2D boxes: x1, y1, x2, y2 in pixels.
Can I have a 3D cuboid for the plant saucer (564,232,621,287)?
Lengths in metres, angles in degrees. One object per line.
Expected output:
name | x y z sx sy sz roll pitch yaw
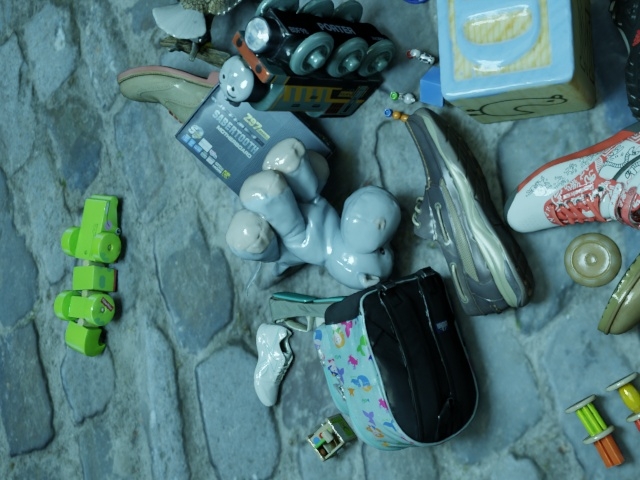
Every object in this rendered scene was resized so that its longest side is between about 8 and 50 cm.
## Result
plant saucer | 0.410 0.029 1.131 0.083 0.015 0.084 -2 86 28

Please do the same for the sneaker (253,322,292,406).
sneaker | -0.085 0.228 1.367 0.061 0.053 0.152 0 87 26

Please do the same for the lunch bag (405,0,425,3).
lunch bag | 0.144 -0.584 1.128 0.238 0.327 0.386 31 105 29

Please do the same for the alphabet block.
alphabet block | 0.293 -0.293 1.108 0.192 0.197 0.194 -2 86 29

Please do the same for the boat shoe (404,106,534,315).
boat shoe | 0.205 -0.042 1.181 0.130 0.132 0.356 -30 73 24

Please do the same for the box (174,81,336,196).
box | -0.117 -0.178 1.346 0.232 0.059 0.183 43 109 -7

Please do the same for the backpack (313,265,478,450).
backpack | 0.122 0.196 1.165 0.191 0.225 0.254 -32 77 46

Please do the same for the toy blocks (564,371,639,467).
toy blocks | 0.445 0.283 1.078 0.123 0.054 0.148 -36 72 21

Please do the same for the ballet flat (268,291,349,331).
ballet flat | -0.006 0.128 1.313 0.213 0.072 0.068 -1 92 42

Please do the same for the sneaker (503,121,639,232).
sneaker | 0.394 -0.060 1.068 0.270 0.090 0.145 -30 34 21

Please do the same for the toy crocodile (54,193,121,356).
toy crocodile | -0.473 0.072 1.566 0.115 0.105 0.341 2 84 29

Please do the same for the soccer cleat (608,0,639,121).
soccer cleat | 0.495 -0.304 1.066 0.108 0.116 0.319 136 137 -64

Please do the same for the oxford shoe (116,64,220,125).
oxford shoe | -0.259 -0.262 1.448 0.348 0.123 0.130 11 95 28

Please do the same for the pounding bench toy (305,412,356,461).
pounding bench toy | 0.009 0.345 1.293 0.065 0.083 0.052 -46 69 18

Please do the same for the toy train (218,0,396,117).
toy train | -0.016 -0.286 1.211 0.142 0.333 0.190 53 125 18

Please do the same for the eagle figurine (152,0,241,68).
eagle figurine | -0.201 -0.485 1.393 0.225 0.226 0.299 37 111 46

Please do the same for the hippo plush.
hippo plush | 0.000 0.000 1.212 0.236 0.234 0.295 23 112 20

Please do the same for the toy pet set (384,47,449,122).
toy pet set | 0.162 -0.256 1.250 0.114 0.065 0.122 23 99 27

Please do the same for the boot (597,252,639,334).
boot | 0.551 0.096 1.012 0.269 0.089 0.236 36 104 24
